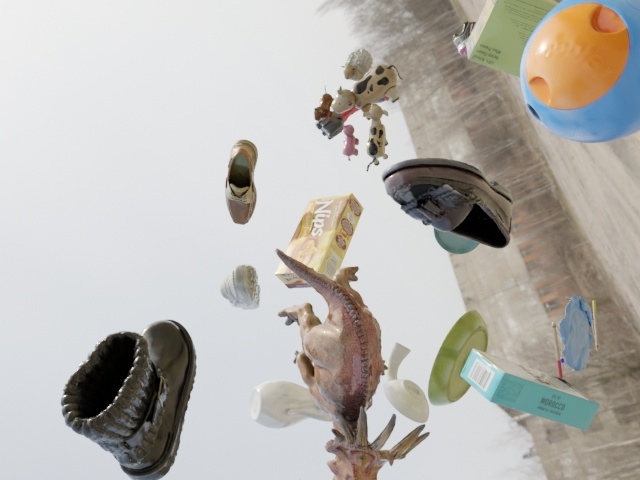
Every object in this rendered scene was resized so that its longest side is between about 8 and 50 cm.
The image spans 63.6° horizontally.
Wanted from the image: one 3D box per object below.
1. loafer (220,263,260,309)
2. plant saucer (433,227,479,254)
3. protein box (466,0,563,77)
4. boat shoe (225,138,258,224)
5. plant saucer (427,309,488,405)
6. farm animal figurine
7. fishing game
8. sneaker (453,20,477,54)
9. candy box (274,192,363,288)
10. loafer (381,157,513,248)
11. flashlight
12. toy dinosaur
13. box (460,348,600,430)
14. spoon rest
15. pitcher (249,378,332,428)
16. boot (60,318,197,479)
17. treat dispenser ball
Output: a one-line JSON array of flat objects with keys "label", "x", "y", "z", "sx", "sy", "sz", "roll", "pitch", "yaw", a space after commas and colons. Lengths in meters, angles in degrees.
[{"label": "loafer", "x": -0.235, "y": 0.142, "z": 1.491, "sx": 0.319, "sy": 0.111, "sz": 0.112, "roll": 101, "pitch": 170, "yaw": -69}, {"label": "plant saucer", "x": 0.326, "y": -0.027, "z": 1.224, "sx": 0.119, "sy": 0.119, "sz": 0.021, "roll": 63, "pitch": -177, "yaw": 0}, {"label": "protein box", "x": 0.540, "y": -0.586, "z": 1.427, "sx": 0.199, "sy": 0.201, "sz": 0.136, "roll": 18, "pitch": -139, "yaw": -3}, {"label": "boat shoe", "x": -0.295, "y": -0.199, "z": 1.870, "sx": 0.120, "sy": 0.122, "sz": 0.324, "roll": -84, "pitch": 0, "yaw": -59}, {"label": "plant saucer", "x": 0.327, "y": 0.279, "z": 1.189, "sx": 0.241, "sy": 0.037, "sz": 0.241, "roll": -27, "pitch": -52, "yaw": -41}, {"label": "farm animal figurine", "x": 0.134, "y": -0.437, "z": 1.657, "sx": 0.330, "sy": 0.327, "sz": 0.172, "roll": 40, "pitch": -179, "yaw": 22}, {"label": "fishing game", "x": 0.631, "y": 0.230, "z": 1.287, "sx": 0.264, "sy": 0.041, "sz": 0.189, "roll": -14, "pitch": -83, "yaw": -42}, {"label": "sneaker", "x": 0.489, "y": -0.671, "z": 1.628, "sx": 0.075, "sy": 0.170, "sz": 0.063, "roll": 54, "pitch": -164, "yaw": 16}, {"label": "candy box", "x": 0.000, "y": 0.000, "z": 1.647, "sx": 0.087, "sy": 0.182, "sz": 0.317, "roll": 50, "pitch": -130, "yaw": -36}, {"label": "loafer", "x": 0.215, "y": -0.051, "z": 0.799, "sx": 0.302, "sy": 0.109, "sz": 0.095, "roll": 9, "pitch": -113, "yaw": -43}, {"label": "flashlight", "x": 0.131, "y": -0.476, "z": 1.844, "sx": 0.103, "sy": 0.304, "sz": 0.103, "roll": 51, "pitch": 173, "yaw": -6}, {"label": "toy dinosaur", "x": 0.034, "y": 0.147, "z": 0.588, "sx": 0.200, "sy": 0.127, "sz": 0.296, "roll": -123, "pitch": 18, "yaw": -69}, {"label": "box", "x": 0.391, "y": 0.279, "z": 0.965, "sx": 0.244, "sy": 0.060, "sz": 0.100, "roll": 21, "pitch": -173, "yaw": -21}, {"label": "spoon rest", "x": 0.224, "y": 0.394, "z": 1.407, "sx": 0.137, "sy": 0.084, "sz": 0.276, "roll": 30, "pitch": -159, "yaw": -10}, {"label": "pitcher", "x": -0.068, "y": 0.438, "z": 1.364, "sx": 0.207, "sy": 0.177, "sz": 0.126, "roll": 8, "pitch": -93, "yaw": -26}, {"label": "boot", "x": -0.329, "y": 0.231, "z": 0.940, "sx": 0.348, "sy": 0.131, "sz": 0.260, "roll": -101, "pitch": -1, "yaw": -46}, {"label": "treat dispenser ball", "x": 0.537, "y": -0.334, "z": 0.993, "sx": 0.288, "sy": 0.288, "sz": 0.288, "roll": 48, "pitch": -153, "yaw": -34}]
